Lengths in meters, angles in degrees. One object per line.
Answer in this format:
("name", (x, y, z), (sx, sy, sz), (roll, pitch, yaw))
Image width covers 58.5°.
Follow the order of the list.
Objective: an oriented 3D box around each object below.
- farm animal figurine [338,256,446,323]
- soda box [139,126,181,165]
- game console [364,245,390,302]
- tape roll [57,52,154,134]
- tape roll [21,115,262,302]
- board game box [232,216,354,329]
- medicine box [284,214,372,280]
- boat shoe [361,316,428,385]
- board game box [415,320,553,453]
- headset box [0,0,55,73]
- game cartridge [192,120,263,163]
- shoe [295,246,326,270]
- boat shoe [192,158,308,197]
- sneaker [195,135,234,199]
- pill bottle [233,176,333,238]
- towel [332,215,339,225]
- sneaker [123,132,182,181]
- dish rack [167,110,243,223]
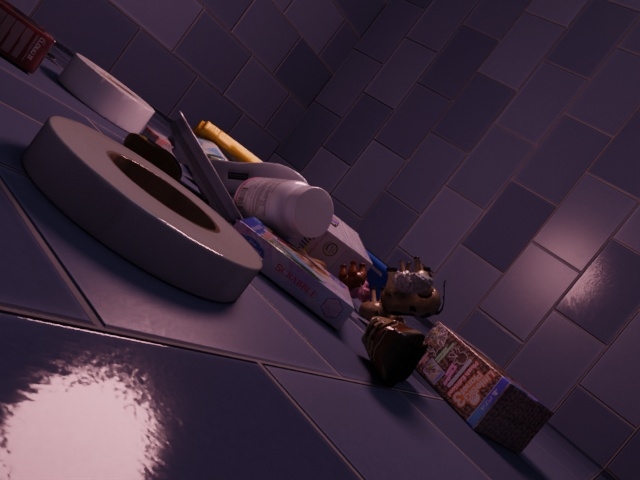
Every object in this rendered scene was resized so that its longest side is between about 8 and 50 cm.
("farm animal figurine", (0.203, 0.179, 1.658), (0.327, 0.172, 0.330), (-7, -21, 27))
("soda box", (-0.474, -0.277, 1.722), (0.058, 0.063, 0.183), (39, 5, 18))
("game console", (0.239, 0.187, 2.064), (0.173, 0.250, 0.293), (2, 25, -34))
("tape roll", (-0.665, -0.454, 1.787), (0.286, 0.100, 0.286), (37, 4, -3))
("tape roll", (-0.261, -0.048, 0.892), (0.392, 0.072, 0.392), (37, 4, -3))
("board game box", (-0.068, 0.064, 1.372), (0.318, 0.066, 0.319), (38, 3, -3))
("medicine box", (0.000, 0.000, 1.878), (0.289, 0.149, 0.263), (36, 14, -18))
("boat shoe", (0.139, 0.219, 1.179), (0.120, 0.122, 0.324), (34, -6, 20))
("board game box", (0.410, 0.378, 1.492), (0.232, 0.141, 0.291), (35, 5, -34))
("headset box", (-0.818, -0.553, 1.455), (0.293, 0.110, 0.218), (35, 4, -35))
("game cartridge", (-0.374, -0.308, 2.190), (0.323, 0.053, 0.285), (35, -26, -22))
("shoe", (-0.045, 0.074, 1.636), (0.076, 0.058, 0.219), (6, -15, 24))
("boat shoe", (-0.214, -0.172, 1.824), (0.367, 0.136, 0.156), (7, -6, 1))
("sneaker", (-0.400, -0.278, 1.962), (0.319, 0.127, 0.208), (38, 2, 12))
("pill bottle", (-0.105, -0.091, 1.588), (0.160, 0.160, 0.283), (35, -14, -39))
("towel", (0.036, -0.072, 1.862), (0.060, 0.009, 0.083), (42, 13, 2))
("sneaker", (-0.410, -0.209, 1.453), (0.185, 0.069, 0.084), (40, 9, 14))
("dish rack", (-0.314, -0.185, 1.494), (0.285, 0.072, 0.333), (63, -7, -24))
